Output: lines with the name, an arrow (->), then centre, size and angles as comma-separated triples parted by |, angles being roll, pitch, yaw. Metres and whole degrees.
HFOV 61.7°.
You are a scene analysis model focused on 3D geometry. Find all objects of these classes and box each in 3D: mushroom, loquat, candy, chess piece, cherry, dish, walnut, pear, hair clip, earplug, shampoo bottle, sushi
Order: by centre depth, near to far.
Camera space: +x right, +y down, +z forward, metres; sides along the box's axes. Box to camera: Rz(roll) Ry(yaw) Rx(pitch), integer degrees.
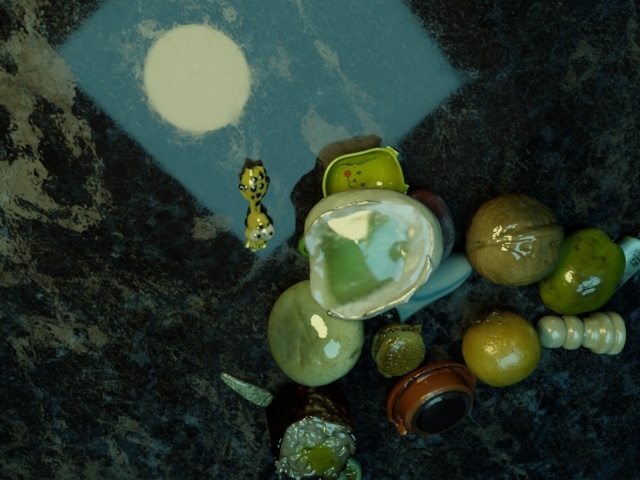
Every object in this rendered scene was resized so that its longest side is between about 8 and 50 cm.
candy -> 0.152, 0.027, 1.598 | 0.427, 0.186, 0.386 | -16, 94, 18
dish -> 0.132, -0.192, 1.692 | 0.262, 0.108, 0.221 | -21, 114, 2
cherry -> 0.316, -0.022, 1.734 | 0.236, 0.213, 0.285 | 14, 100, -21
walnut -> 0.638, -0.002, 1.755 | 0.333, 0.333, 0.333 | -3, 112, -8
mushroom -> -0.014, 0.306, 1.775 | 0.260, 0.352, 0.352 | 4, 119, -58
earplug -> 0.374, 0.137, 1.831 | 0.324, 0.185, 0.185 | -24, 113, -4
pear -> 0.897, 0.110, 1.859 | 0.269, 0.269, 0.321 | 34, 102, -19
sushi -> -0.037, 0.666, 1.903 | 0.299, 0.294, 0.281 | 4, 110, -9
loquat -> 0.642, 0.371, 1.908 | 0.275, 0.275, 0.275 | -3, 112, -8
hair clip -> -0.268, 0.546, 1.959 | 0.229, 0.036, 0.066 | 36, 96, -20
shampoo bottle -> 1.092, 0.089, 1.971 | 0.134, 0.078, 0.359 | 40, 101, -14
chess piece -> 0.963, 0.344, 2.016 | 0.300, 0.167, 0.167 | 2, 111, -5

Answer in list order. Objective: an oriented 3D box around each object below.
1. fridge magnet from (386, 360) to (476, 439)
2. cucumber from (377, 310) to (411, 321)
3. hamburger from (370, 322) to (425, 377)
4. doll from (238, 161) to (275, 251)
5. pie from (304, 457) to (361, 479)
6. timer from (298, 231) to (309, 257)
fridge magnet -> 0.425, 0.597, 2.011 | 0.364, 0.155, 0.363 | -10, 126, -14
cucumber -> 0.248, 0.262, 1.924 | 0.181, 0.053, 0.053 | 15, 108, -17
hamburger -> 0.284, 0.407, 1.946 | 0.189, 0.122, 0.215 | 2, 114, -14
doll -> -0.202, -0.099, 1.690 | 0.117, 0.086, 0.291 | -18, 118, -34
pie -> 0.050, 0.953, 2.161 | 0.240, 0.054, 0.240 | -2, 110, -6
timer -> 0.000, 0.000, 1.781 | 0.128, 0.047, 0.140 | 25, 106, -19
